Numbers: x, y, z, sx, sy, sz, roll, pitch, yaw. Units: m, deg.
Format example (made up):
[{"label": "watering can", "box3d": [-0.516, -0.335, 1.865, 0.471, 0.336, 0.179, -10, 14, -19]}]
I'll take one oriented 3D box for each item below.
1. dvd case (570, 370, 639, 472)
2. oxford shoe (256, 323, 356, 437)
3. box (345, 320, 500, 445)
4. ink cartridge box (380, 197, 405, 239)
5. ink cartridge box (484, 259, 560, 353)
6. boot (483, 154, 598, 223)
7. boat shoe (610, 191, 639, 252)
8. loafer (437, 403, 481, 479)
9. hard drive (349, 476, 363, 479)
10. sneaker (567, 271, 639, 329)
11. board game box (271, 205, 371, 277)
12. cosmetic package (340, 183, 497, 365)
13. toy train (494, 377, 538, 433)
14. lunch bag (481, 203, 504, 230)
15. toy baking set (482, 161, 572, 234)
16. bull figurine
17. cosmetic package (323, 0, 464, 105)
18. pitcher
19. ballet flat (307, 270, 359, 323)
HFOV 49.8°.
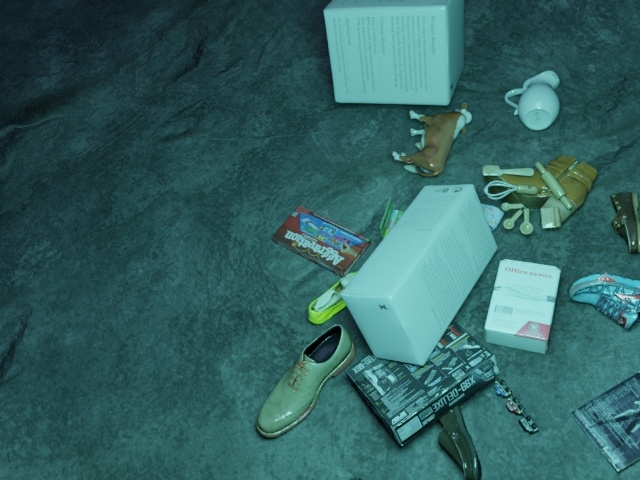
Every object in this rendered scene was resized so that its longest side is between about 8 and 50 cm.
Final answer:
[{"label": "dvd case", "box3d": [0.728, 0.415, 1.610, 0.221, 0.018, 0.164, -29, 51, -6]}, {"label": "oxford shoe", "box3d": [-0.051, 0.354, 1.799, 0.123, 0.130, 0.348, 29, 66, 31]}, {"label": "box", "box3d": [0.250, 0.329, 1.730, 0.307, 0.076, 0.242, -34, 36, -10]}, {"label": "ink cartridge box", "box3d": [0.225, -0.013, 1.942, 0.062, 0.209, 0.109, 10, 58, 22]}, {"label": "ink cartridge box", "box3d": [0.528, 0.169, 1.800, 0.159, 0.092, 0.217, 9, 59, 21]}, {"label": "boot", "box3d": [0.643, -0.185, 2.015, 0.283, 0.109, 0.220, 32, 70, 29]}, {"label": "boat shoe", "box3d": [0.836, -0.048, 1.891, 0.073, 0.073, 0.207, -1, 47, 17]}, {"label": "loafer", "box3d": [0.321, 0.481, 1.643, 0.078, 0.080, 0.220, -20, 42, 6]}, {"label": "hard drive", "box3d": [0.049, 0.720, 1.488, 0.237, 0.064, 0.339, -35, 43, 11]}, {"label": "sneaker", "box3d": [0.759, 0.158, 1.737, 0.262, 0.104, 0.125, 5, 58, 19]}, {"label": "board game box", "box3d": [0.000, 0.000, 2.113, 0.281, 0.027, 0.145, 26, 66, 30]}, {"label": "cosmetic package", "box3d": [0.269, 0.075, 1.785, 0.162, 0.230, 0.453, 1, 39, 43]}, {"label": "toy train", "box3d": [0.473, 0.404, 1.684, 0.036, 0.027, 0.158, -35, 53, 3]}, {"label": "lunch bag", "box3d": [0.483, -0.062, 2.008, 0.083, 0.053, 0.071, 14, 57, 35]}, {"label": "toy baking set", "box3d": [0.573, -0.132, 1.931, 0.197, 0.030, 0.256, -25, 71, -1]}, {"label": "bull figurine", "box3d": [0.362, -0.332, 2.212, 0.188, 0.101, 0.310, 10, 56, 26]}, {"label": "cosmetic package", "box3d": [0.259, -0.666, 2.294, 0.394, 0.329, 0.327, 6, 38, 19]}, {"label": "pitcher", "box3d": [0.672, -0.438, 2.203, 0.178, 0.125, 0.207, -15, 38, 31]}, {"label": "ballet flat", "box3d": [0.057, 0.150, 1.953, 0.231, 0.077, 0.077, -37, 53, -13]}]
